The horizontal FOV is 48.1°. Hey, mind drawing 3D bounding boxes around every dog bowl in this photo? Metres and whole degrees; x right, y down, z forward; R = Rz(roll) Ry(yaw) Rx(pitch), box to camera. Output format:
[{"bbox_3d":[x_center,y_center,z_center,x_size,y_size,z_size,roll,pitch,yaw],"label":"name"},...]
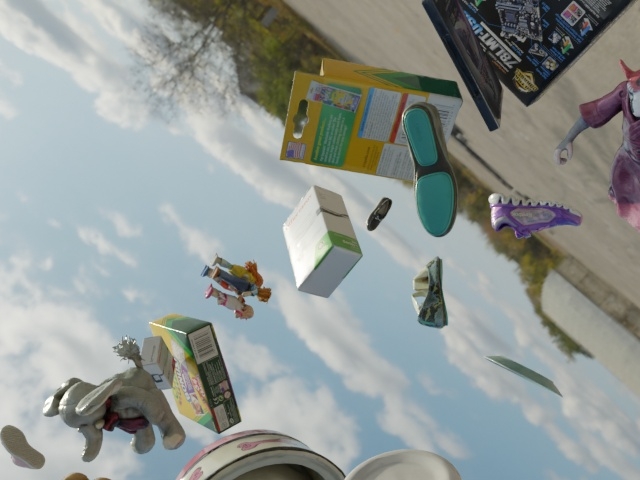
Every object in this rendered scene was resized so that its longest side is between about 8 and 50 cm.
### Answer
[{"bbox_3d":[-0.141,0.579,1.502,0.408,0.408,0.150,33,-179,-29],"label":"dog bowl"}]

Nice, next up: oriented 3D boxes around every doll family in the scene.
[{"bbox_3d":[-0.212,0.110,1.886,0.163,0.118,0.263,30,-171,-19],"label":"doll family"}]

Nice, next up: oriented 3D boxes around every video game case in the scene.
[{"bbox_3d":[0.277,-0.362,1.365,0.274,0.026,0.196,55,-150,-20],"label":"video game case"}]

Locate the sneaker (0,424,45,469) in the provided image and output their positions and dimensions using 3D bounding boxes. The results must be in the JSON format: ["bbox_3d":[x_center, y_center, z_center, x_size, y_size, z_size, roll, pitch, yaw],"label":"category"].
[{"bbox_3d":[-0.693,0.473,1.631,0.134,0.070,0.051,57,-138,-25],"label":"sneaker"}]

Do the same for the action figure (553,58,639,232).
[{"bbox_3d":[0.552,-0.163,1.148,0.248,0.276,0.370,40,166,43],"label":"action figure"}]

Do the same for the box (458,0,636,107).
[{"bbox_3d":[0.416,-0.470,1.425,0.295,0.293,0.073,48,-135,9],"label":"box"}]

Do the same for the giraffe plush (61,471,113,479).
[{"bbox_3d":[-0.405,0.534,1.234,0.182,0.210,0.170,7,-145,16],"label":"giraffe plush"}]

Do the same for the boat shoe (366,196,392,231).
[{"bbox_3d":[0.192,-0.084,2.329,0.046,0.125,0.038,37,173,-31],"label":"boat shoe"}]

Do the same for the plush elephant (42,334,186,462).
[{"bbox_3d":[-0.540,0.435,1.821,0.255,0.272,0.329,-20,-86,-39],"label":"plush elephant"}]

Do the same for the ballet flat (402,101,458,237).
[{"bbox_3d":[0.180,-0.113,1.123,0.068,0.072,0.213,-23,-78,-60],"label":"ballet flat"}]

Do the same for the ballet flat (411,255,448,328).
[{"bbox_3d":[0.203,0.092,1.351,0.070,0.070,0.188,37,-151,-16],"label":"ballet flat"}]

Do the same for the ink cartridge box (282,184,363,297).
[{"bbox_3d":[0.000,0.000,1.714,0.093,0.160,0.219,18,-143,-29],"label":"ink cartridge box"}]

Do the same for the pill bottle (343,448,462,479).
[{"bbox_3d":[0.165,0.556,1.199,0.210,0.210,0.362,-98,-6,-73],"label":"pill bottle"}]

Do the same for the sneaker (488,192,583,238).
[{"bbox_3d":[0.540,-0.051,1.823,0.237,0.104,0.095,9,170,23],"label":"sneaker"}]

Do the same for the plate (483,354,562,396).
[{"bbox_3d":[0.456,0.296,1.602,0.188,0.024,0.188,27,177,1],"label":"plate"}]

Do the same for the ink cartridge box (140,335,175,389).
[{"bbox_3d":[-0.520,0.392,2.292,0.150,0.063,0.109,75,-170,-45],"label":"ink cartridge box"}]

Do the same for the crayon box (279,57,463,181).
[{"bbox_3d":[0.093,-0.237,1.423,0.323,0.203,0.083,8,-141,-7],"label":"crayon box"}]

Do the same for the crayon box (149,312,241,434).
[{"bbox_3d":[-0.430,0.444,2.440,0.313,0.106,0.362,1,109,54],"label":"crayon box"}]
